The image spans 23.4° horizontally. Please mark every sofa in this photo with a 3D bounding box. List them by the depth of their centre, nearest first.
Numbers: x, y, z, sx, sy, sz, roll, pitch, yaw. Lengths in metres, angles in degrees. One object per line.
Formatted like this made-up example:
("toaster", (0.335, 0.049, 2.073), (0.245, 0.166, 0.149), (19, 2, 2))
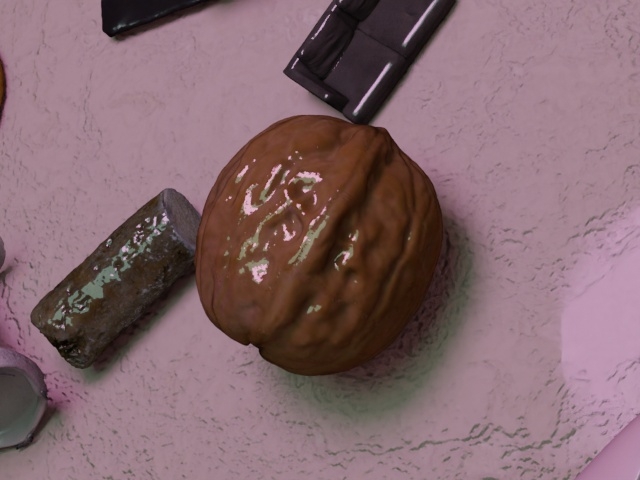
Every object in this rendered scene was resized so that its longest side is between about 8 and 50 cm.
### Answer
("sofa", (0.042, -0.185, 1.373), (0.085, 0.060, 0.147), (38, 92, 35))

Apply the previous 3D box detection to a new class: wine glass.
("wine glass", (-0.348, 0.090, 1.437), (0.165, 0.165, 0.196), (-32, 54, 16))

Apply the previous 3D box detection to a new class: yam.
("yam", (-0.180, 0.035, 1.409), (0.179, 0.078, 0.078), (-42, 56, 6))

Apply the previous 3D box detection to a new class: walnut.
("walnut", (0.000, 0.000, 1.252), (0.213, 0.213, 0.213), (-11, 66, 27))

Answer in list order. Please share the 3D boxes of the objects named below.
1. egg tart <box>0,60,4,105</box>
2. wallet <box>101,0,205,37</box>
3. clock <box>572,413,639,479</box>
("egg tart", (-0.448, -0.159, 1.598), (0.203, 0.147, 0.202), (-13, 63, 27))
("wallet", (-0.100, -0.302, 1.522), (0.285, 0.030, 0.146), (-15, 62, 25))
("clock", (0.294, 0.235, 0.945), (0.377, 0.250, 0.368), (-24, 61, 13))
